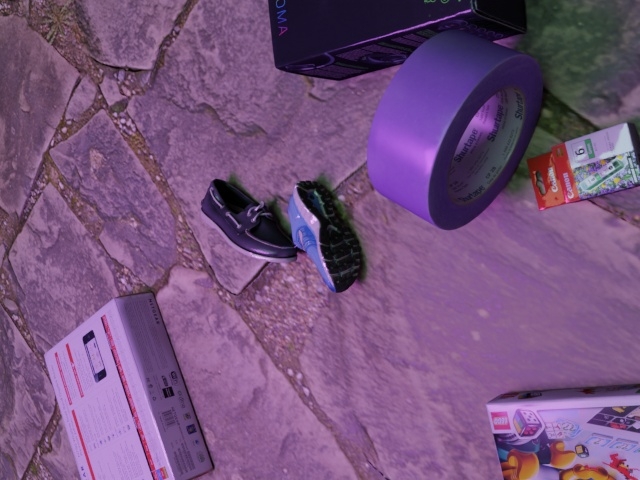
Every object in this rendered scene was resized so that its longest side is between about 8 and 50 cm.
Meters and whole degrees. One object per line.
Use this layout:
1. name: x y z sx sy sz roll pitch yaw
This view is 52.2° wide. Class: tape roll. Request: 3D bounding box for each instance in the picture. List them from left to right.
1. tape roll: 0.139 -0.110 0.668 0.080 0.189 0.188 34 115 33

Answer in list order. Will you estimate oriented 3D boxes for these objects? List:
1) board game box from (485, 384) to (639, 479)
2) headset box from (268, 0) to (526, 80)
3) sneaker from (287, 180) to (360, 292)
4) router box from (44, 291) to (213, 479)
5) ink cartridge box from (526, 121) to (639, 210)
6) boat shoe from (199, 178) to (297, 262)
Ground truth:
1. board game box: 0.327 0.239 0.633 0.305 0.053 0.192 -16 84 40
2. headset box: 0.083 -0.332 0.731 0.283 0.131 0.246 -2 94 40
3. sneaker: 0.000 0.000 0.892 0.073 0.064 0.162 -48 57 49
4. router box: -0.367 0.305 1.205 0.301 0.082 0.335 -33 74 38
5. ink cartridge box: 0.266 -0.072 0.669 0.115 0.029 0.062 -17 84 40
6. boat shoe: -0.107 -0.031 0.959 0.206 0.075 0.064 32 117 39
